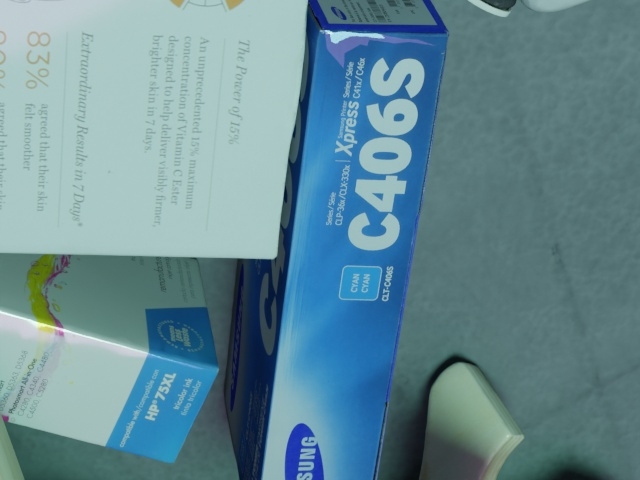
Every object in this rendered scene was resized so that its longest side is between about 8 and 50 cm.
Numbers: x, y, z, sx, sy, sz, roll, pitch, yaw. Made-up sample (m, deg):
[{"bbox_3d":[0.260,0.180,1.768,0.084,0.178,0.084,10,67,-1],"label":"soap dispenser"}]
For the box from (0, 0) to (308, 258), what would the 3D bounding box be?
[{"bbox_3d":[-0.190,-0.124,0.899,0.345,0.168,0.215,2,120,-11],"label":"box"}]

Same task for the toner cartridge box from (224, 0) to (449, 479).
[{"bbox_3d":[0.000,0.000,1.012,0.075,0.165,0.348,1,120,-11],"label":"toner cartridge box"}]

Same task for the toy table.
[{"bbox_3d":[0.108,0.228,1.133,0.161,0.252,0.274,-43,162,20],"label":"toy table"}]

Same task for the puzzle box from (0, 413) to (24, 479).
[{"bbox_3d":[-0.336,0.244,0.976,0.409,0.052,0.272,-17,96,18],"label":"puzzle box"}]

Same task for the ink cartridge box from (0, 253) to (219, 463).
[{"bbox_3d":[-0.187,0.042,1.018,0.231,0.134,0.078,18,115,-20],"label":"ink cartridge box"}]

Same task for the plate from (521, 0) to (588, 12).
[{"bbox_3d":[0.205,-0.257,0.906,0.278,0.045,0.277,-16,132,15],"label":"plate"}]

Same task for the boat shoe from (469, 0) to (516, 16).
[{"bbox_3d":[0.076,-0.181,0.989,0.125,0.046,0.038,37,113,-19],"label":"boat shoe"}]
